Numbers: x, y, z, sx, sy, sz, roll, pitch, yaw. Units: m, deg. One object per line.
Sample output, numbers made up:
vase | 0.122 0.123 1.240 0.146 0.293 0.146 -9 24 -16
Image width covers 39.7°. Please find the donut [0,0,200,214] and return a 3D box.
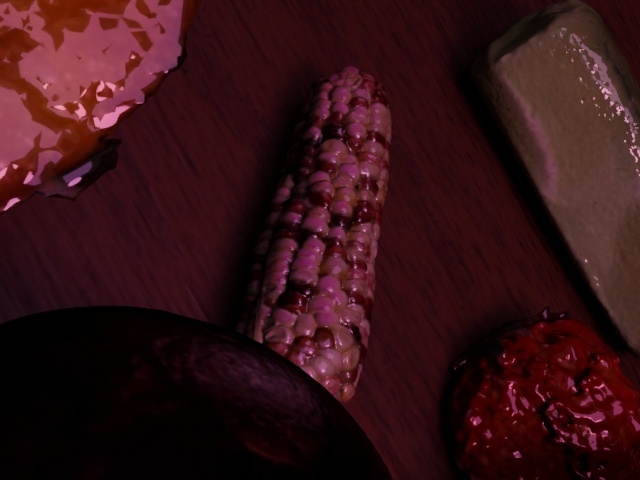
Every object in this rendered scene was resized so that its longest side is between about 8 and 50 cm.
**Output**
donut | -0.274 -0.177 0.433 0.435 0.163 0.377 1 87 -29

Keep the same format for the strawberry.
strawberry | 0.215 0.173 0.718 0.190 0.111 0.236 -22 89 -41

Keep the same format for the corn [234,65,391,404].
corn | 0.000 0.000 0.643 0.092 0.092 0.280 27 57 -26

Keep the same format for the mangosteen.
mangosteen | -0.087 0.166 0.376 0.297 0.313 0.296 7 71 -21

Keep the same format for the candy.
candy | 0.269 -0.058 0.835 0.343 0.132 0.142 60 9 -6
